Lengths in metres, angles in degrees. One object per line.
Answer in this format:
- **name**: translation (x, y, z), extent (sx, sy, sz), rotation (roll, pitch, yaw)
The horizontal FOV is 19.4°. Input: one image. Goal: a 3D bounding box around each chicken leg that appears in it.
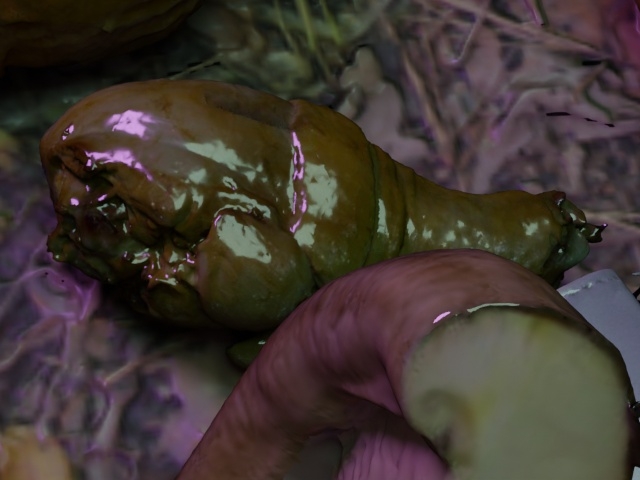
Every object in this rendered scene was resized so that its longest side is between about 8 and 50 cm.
- **chicken leg**: translation (0.000, 0.000, 0.729), extent (0.228, 0.088, 0.103), rotation (16, 49, -12)

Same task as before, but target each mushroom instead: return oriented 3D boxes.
- **mushroom**: translation (-0.015, 0.121, 0.605), extent (0.156, 0.151, 0.285), rotation (25, 100, -28)

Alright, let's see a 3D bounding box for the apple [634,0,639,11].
- **apple**: translation (0.208, -0.118, 0.808), extent (0.131, 0.146, 0.146), rotation (-16, 66, -11)

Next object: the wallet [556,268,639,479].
- **wallet**: translation (0.103, 0.137, 0.681), extent (0.170, 0.069, 0.231), rotation (-29, 67, -7)

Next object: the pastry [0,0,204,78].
- **pastry**: translation (-0.119, -0.168, 0.777), extent (0.229, 0.100, 0.218), rotation (-3, 58, -10)
